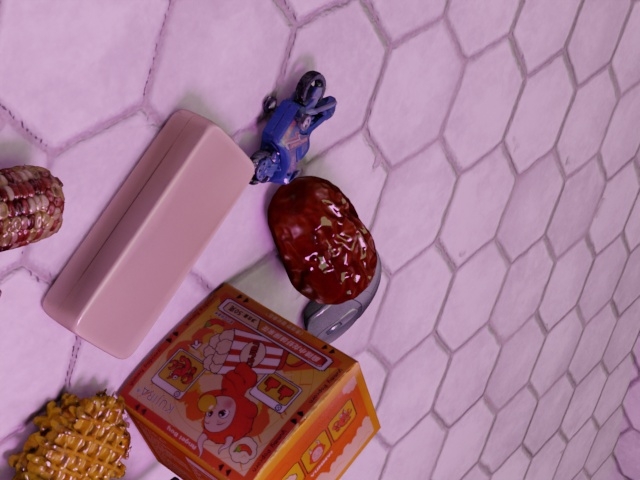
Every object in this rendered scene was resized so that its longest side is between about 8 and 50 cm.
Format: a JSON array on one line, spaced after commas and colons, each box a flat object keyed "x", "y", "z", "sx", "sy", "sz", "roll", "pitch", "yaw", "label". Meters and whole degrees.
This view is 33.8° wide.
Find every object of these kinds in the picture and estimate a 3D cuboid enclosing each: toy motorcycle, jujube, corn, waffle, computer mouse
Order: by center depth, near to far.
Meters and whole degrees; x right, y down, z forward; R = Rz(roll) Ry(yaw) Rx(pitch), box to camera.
[{"x": -0.415, "y": -0.022, "z": 1.162, "sx": 0.289, "sy": 0.098, "sz": 0.098, "roll": -17, "pitch": 125, "yaw": -47, "label": "corn"}, {"x": -0.350, "y": 0.305, "z": 1.503, "sx": 0.197, "sy": 0.070, "sz": 0.193, "roll": -37, "pitch": 139, "yaw": -37, "label": "waffle"}, {"x": -0.046, "y": -0.159, "z": 1.592, "sx": 0.205, "sy": 0.076, "sz": 0.114, "roll": -57, "pitch": 155, "yaw": -12, "label": "toy motorcycle"}, {"x": 0.000, "y": 0.000, "z": 1.695, "sx": 0.155, "sy": 0.155, "sz": 0.230, "roll": -51, "pitch": 138, "yaw": -18, "label": "jujube"}, {"x": 0.047, "y": 0.108, "z": 1.901, "sx": 0.229, "sy": 0.068, "sz": 0.113, "roll": -54, "pitch": 144, "yaw": -13, "label": "computer mouse"}]

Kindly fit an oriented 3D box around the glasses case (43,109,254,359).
[{"x": -0.229, "y": -0.008, "z": 1.439, "sx": 0.336, "sy": 0.076, "sz": 0.144, "roll": -56, "pitch": 145, "yaw": -10, "label": "glasses case"}]

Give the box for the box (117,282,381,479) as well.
[{"x": -0.106, "y": 0.261, "z": 1.604, "sx": 0.259, "sy": 0.283, "sz": 0.214, "roll": -48, "pitch": 145, "yaw": -22, "label": "box"}]

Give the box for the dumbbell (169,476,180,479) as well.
[{"x": -0.318, "y": 0.471, "z": 1.575, "sx": 0.325, "sy": 0.143, "sz": 0.143, "roll": -44, "pitch": 143, "yaw": -38, "label": "dumbbell"}]
